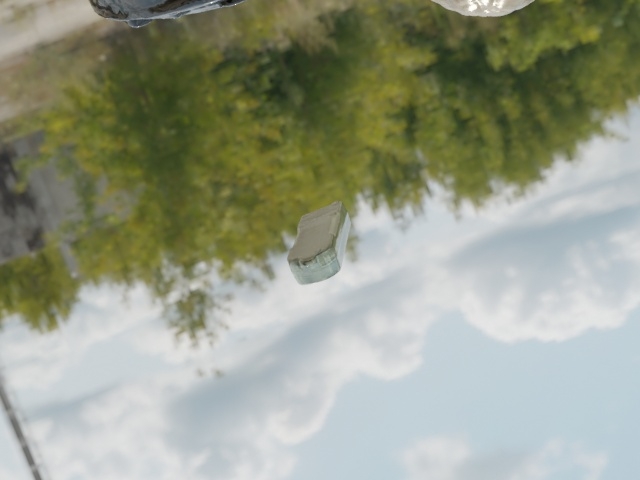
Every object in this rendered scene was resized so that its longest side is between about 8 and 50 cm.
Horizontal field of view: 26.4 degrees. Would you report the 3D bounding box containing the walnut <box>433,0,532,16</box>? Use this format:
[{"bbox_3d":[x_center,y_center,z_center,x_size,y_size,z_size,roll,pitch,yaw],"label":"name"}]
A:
[{"bbox_3d":[0.149,-0.332,1.267,0.225,0.261,0.225,-1,-146,0],"label":"walnut"}]

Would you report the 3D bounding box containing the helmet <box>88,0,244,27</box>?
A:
[{"bbox_3d":[-0.055,-0.262,0.857,0.279,0.160,0.230,-25,-150,11],"label":"helmet"}]

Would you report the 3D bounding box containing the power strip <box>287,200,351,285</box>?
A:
[{"bbox_3d":[0.000,0.000,1.293,0.048,0.030,0.191,-21,-166,11],"label":"power strip"}]
